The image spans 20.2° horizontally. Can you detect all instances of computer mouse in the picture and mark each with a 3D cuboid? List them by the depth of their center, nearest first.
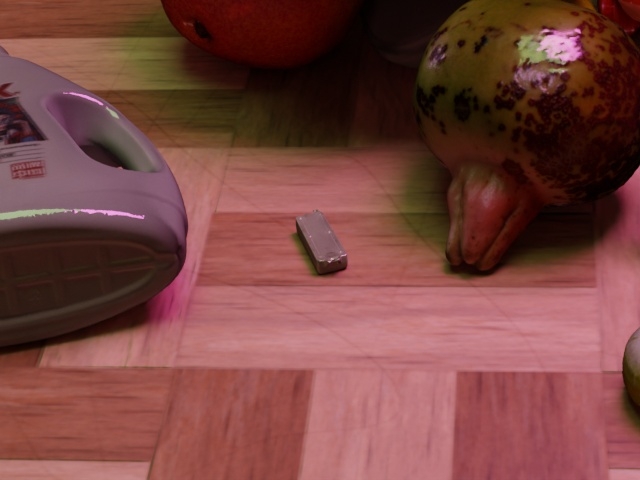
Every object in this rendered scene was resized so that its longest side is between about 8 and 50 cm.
[{"bbox_3d":[0.122,-0.280,1.811,0.197,0.095,0.331,-31,23,12],"label":"computer mouse"}]

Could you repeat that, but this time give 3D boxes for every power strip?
[{"bbox_3d":[0.000,0.000,1.537,0.027,0.017,0.083,-11,35,-12],"label":"power strip"}]

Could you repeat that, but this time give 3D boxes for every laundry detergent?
[{"bbox_3d":[-0.268,-0.068,1.580,0.264,0.125,0.398,-11,33,-8],"label":"laundry detergent"}]

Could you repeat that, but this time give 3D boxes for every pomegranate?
[{"bbox_3d":[0.168,-0.088,1.520,0.214,0.214,0.248,15,72,26],"label":"pomegranate"},{"bbox_3d":[-0.045,-0.291,1.801,0.221,0.221,0.256,22,48,33],"label":"pomegranate"}]

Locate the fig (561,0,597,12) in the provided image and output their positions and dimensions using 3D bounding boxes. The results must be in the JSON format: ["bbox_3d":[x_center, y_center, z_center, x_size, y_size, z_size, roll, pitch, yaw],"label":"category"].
[{"bbox_3d":[0.255,-0.187,1.729,0.166,0.093,0.093,31,47,30],"label":"fig"}]

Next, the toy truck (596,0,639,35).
[{"bbox_3d":[0.366,-0.332,1.792,0.189,0.239,0.265,2,34,8],"label":"toy truck"}]

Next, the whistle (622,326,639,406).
[{"bbox_3d":[0.292,0.066,1.373,0.104,0.057,0.198,10,38,17],"label":"whistle"}]
